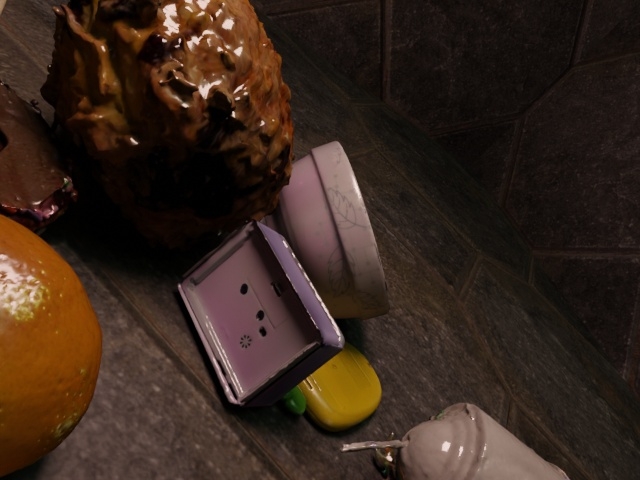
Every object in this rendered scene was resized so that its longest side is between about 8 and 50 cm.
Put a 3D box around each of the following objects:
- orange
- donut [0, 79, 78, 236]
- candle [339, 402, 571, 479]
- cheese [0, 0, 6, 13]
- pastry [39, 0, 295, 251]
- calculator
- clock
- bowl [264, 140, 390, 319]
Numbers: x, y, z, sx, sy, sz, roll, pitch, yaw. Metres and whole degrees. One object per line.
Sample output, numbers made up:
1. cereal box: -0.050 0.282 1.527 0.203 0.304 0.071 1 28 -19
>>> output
1. orange: -0.276 0.063 0.459 0.237 0.158 0.179 42 18 -1
2. donut: -0.386 -0.090 0.614 0.269 0.103 0.270 35 27 -21
3. candle: 0.179 0.310 0.761 0.330 0.187 0.187 39 24 -10
4. cheese: -0.577 -0.368 0.739 0.243 0.124 0.265 54 24 12
5. pastry: -0.180 -0.162 0.800 0.405 0.292 0.338 -18 92 -87
6. calculator: 0.013 0.199 0.859 0.146 0.032 0.234 54 23 21
7. clock: -0.078 0.092 0.749 0.193 0.144 0.073 58 15 28
8. bowl: 0.000 0.000 0.951 0.287 0.143 0.287 162 -90 -90
